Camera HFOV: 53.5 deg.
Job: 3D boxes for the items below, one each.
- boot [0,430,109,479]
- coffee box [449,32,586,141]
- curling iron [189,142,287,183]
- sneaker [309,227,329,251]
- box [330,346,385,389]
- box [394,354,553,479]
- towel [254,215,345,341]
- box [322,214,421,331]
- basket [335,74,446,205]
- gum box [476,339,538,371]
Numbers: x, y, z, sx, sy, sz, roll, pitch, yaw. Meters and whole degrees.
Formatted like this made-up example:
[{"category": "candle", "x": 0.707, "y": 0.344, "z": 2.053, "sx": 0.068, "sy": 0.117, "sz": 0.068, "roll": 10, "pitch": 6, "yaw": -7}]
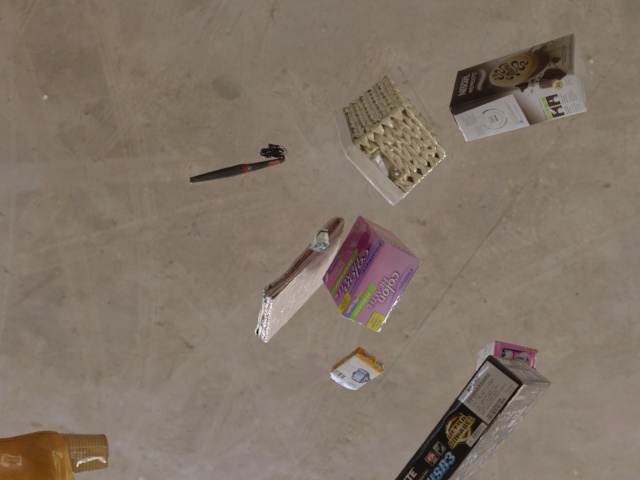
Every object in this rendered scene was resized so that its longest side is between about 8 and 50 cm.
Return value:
[{"category": "boot", "x": -0.438, "y": 0.445, "z": 0.974, "sx": 0.211, "sy": 0.295, "sz": 0.104, "roll": 5, "pitch": 166, "yaw": -39}, {"category": "coffee box", "x": 0.484, "y": -0.370, "z": 1.558, "sx": 0.297, "sy": 0.168, "sz": 0.119, "roll": -12, "pitch": 132, "yaw": 32}, {"category": "curling iron", "x": -0.214, "y": -0.194, "z": 1.673, "sx": 0.274, "sy": 0.068, "sz": 0.035, "roll": -23, "pitch": 143, "yaw": -20}, {"category": "sneaker", "x": 0.000, "y": 0.000, "z": 1.565, "sx": 0.040, "sy": 0.044, "sz": 0.109, "roll": 10, "pitch": 164, "yaw": -14}, {"category": "box", "x": 0.086, "y": 0.316, "z": 1.550, "sx": 0.081, "sy": 0.028, "sz": 0.136, "roll": 36, "pitch": 134, "yaw": -11}, {"category": "box", "x": 0.247, "y": 0.328, "z": 1.049, "sx": 0.293, "sy": 0.073, "sz": 0.295, "roll": -53, "pitch": 151, "yaw": 8}, {"category": "towel", "x": -0.060, "y": 0.114, "z": 1.780, "sx": 0.053, "sy": 0.317, "sz": 0.332, "roll": 39, "pitch": 153, "yaw": 12}, {"category": "box", "x": 0.125, "y": 0.080, "z": 1.663, "sx": 0.117, "sy": 0.243, "sz": 0.214, "roll": 26, "pitch": 102, "yaw": -20}, {"category": "basket", "x": 0.098, "y": -0.148, "z": 0.902, "sx": 0.103, "sy": 0.167, "sz": 0.113, "roll": -39, "pitch": 114, "yaw": 18}, {"category": "gum box", "x": 0.471, "y": 0.305, "z": 1.611, "sx": 0.107, "sy": 0.062, "sz": 0.188, "roll": 11, "pitch": 163, "yaw": 4}]
